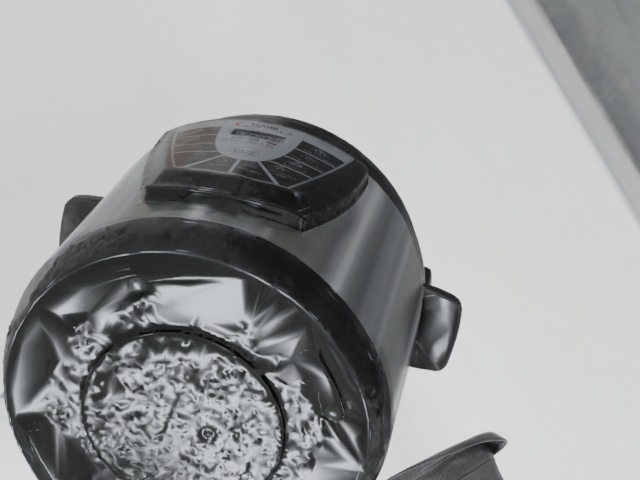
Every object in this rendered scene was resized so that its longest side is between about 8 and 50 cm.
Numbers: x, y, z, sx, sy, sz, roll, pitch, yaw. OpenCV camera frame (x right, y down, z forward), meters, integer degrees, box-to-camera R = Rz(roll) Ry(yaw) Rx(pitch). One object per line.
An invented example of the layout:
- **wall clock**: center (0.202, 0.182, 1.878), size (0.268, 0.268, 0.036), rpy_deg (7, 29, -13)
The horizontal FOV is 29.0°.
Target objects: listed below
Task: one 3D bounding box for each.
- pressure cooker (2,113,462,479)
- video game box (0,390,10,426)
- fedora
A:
- **pressure cooker**: center (-0.087, 0.072, 1.250), size (0.370, 0.375, 0.420), rpy_deg (55, -156, -14)
- **video game box**: center (-0.284, 0.208, 1.588), size (0.205, 0.187, 0.048), rpy_deg (34, 134, 0)
- **fedora**: center (0.148, 0.349, 1.545), size (0.275, 0.243, 0.124), rpy_deg (-5, -123, -56)
